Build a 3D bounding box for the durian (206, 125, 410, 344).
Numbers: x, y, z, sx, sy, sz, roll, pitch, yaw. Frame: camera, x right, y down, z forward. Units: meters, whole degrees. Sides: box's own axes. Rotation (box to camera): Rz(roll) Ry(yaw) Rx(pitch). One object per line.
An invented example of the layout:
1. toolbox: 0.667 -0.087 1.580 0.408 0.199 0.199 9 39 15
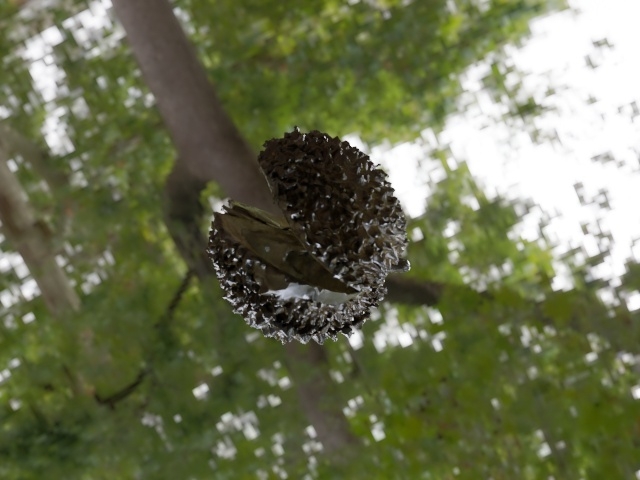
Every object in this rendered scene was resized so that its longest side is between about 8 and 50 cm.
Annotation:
1. durian: 0.000 0.000 1.325 0.196 0.196 0.167 -22 -136 10
